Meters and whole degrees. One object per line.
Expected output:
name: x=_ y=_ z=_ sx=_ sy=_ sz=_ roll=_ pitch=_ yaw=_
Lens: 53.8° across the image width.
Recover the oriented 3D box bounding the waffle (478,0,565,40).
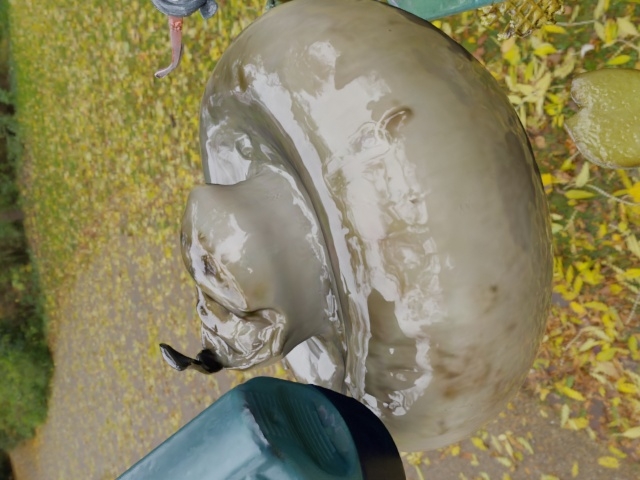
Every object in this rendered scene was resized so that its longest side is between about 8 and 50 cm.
waffle: x=0.456 y=-0.551 z=1.380 sx=0.051 sy=0.232 sz=0.228 roll=-115 pitch=11 yaw=-46

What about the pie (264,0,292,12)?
pie: x=0.007 y=-0.442 z=1.243 sx=0.240 sy=0.241 sz=0.054 roll=53 pitch=143 yaw=38

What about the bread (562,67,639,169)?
bread: x=0.429 y=-0.157 z=0.868 sx=0.065 sy=0.188 sz=0.149 roll=81 pitch=-162 yaw=-73

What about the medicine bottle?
medicine bottle: x=-0.082 y=0.169 z=0.351 sx=0.124 sy=0.258 sz=0.079 roll=49 pitch=-174 yaw=-50

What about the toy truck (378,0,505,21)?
toy truck: x=0.118 y=-0.326 z=0.663 sx=0.155 sy=0.279 sz=0.156 roll=-85 pitch=-20 yaw=-53

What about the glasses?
glasses: x=-0.223 y=-0.421 z=1.087 sx=0.268 sy=0.118 sz=0.234 roll=123 pitch=152 yaw=-71

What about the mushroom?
mushroom: x=0.000 y=0.000 z=0.504 sx=0.362 sy=0.295 sz=0.362 roll=52 pitch=155 yaw=37
